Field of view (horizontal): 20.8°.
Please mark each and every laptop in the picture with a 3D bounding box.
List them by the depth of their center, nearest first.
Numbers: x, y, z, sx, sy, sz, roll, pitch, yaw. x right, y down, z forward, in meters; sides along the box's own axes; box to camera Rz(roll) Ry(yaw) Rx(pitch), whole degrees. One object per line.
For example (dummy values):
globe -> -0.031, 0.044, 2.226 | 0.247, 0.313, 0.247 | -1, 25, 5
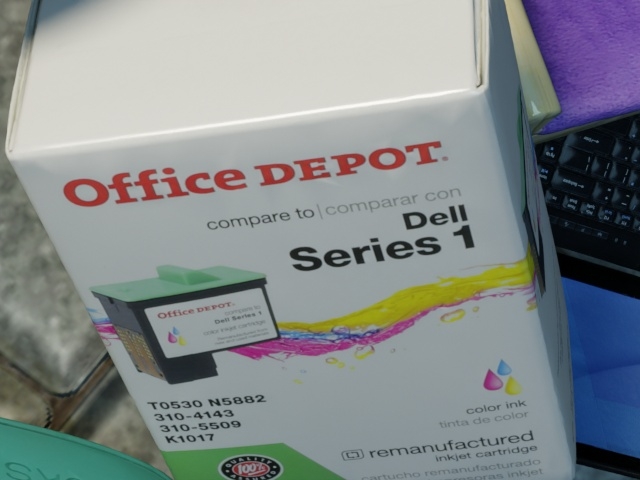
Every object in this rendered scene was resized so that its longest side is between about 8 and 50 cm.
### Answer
laptop -> 0.235, 0.002, 0.990 | 0.234, 0.136, 0.264 | 16, 96, -24

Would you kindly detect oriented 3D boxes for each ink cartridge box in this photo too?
ink cartridge box -> 0.000, 0.000, 0.804 | 0.201, 0.117, 0.278 | -7, 138, 11

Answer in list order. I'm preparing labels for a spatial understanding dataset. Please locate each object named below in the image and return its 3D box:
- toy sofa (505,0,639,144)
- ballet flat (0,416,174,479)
toy sofa -> 0.229, -0.165, 0.905 | 0.362, 0.177, 0.150 | -16, 83, -18
ballet flat -> -0.281, 0.117, 0.823 | 0.483, 0.164, 0.182 | 30, 115, -26
